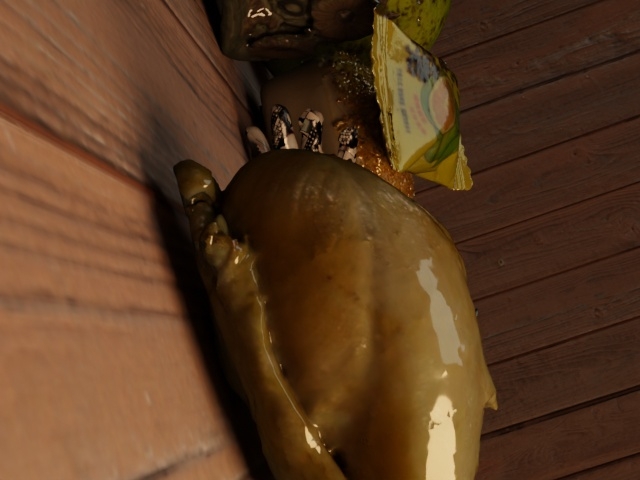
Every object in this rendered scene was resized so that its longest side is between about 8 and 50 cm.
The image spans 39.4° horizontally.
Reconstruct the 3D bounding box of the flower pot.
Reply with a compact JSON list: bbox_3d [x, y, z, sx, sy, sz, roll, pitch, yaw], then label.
[{"bbox_3d":[-0.048,-0.350,1.033,0.302,0.213,0.301,-20,90,-85],"label":"flower pot"}]

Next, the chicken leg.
[{"bbox_3d":[0.031,0.150,0.483,0.201,0.153,0.429,29,48,-65],"label":"chicken leg"}]

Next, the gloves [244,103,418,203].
[{"bbox_3d":[0.008,-0.053,0.946,0.127,0.212,0.111,-53,167,-42],"label":"gloves"}]

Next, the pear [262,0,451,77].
[{"bbox_3d":[0.038,-0.407,1.484,0.391,0.391,0.390,-19,90,-86],"label":"pear"}]

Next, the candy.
[{"bbox_3d":[0.117,-0.156,1.055,0.297,0.081,0.187,8,75,-64],"label":"candy"}]

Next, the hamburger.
[{"bbox_3d":[0.030,-0.112,1.177,0.294,0.179,0.275,-101,172,-62],"label":"hamburger"}]
